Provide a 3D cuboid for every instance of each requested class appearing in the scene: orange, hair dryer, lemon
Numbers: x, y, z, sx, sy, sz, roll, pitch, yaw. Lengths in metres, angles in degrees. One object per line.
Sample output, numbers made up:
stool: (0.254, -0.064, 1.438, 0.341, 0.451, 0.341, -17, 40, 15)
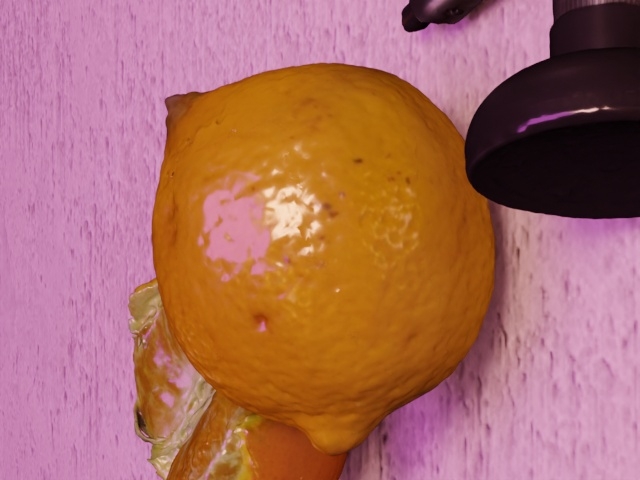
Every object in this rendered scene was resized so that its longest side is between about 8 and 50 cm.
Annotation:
orange: (-0.057, 0.129, 1.138, 0.179, 0.158, 0.237, -64, 35, 28)
hair dryer: (0.148, -0.140, 0.882, 0.284, 0.155, 0.320, 104, 168, -63)
lemon: (0.002, 0.009, 0.966, 0.228, 0.228, 0.254, 5, 109, 61)
